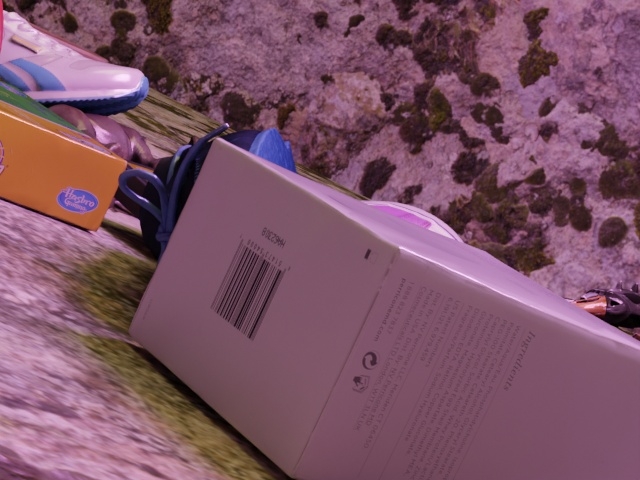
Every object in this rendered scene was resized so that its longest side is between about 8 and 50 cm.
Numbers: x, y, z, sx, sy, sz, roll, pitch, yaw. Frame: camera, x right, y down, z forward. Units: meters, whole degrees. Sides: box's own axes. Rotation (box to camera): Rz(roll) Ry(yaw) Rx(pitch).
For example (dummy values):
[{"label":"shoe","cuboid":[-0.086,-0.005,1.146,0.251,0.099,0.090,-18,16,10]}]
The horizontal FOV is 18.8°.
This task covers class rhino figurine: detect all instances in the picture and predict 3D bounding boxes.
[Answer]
[{"label":"rhino figurine","cuboid":[-0.187,-0.070,1.774,0.106,0.073,0.243,31,5,21]}]

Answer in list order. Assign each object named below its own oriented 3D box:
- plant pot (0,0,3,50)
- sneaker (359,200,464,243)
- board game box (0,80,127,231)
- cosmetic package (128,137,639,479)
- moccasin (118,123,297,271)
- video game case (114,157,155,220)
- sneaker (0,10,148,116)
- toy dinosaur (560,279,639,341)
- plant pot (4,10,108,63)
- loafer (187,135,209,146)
[{"label":"plant pot","cuboid":[-0.325,-0.152,1.262,0.191,0.191,0.174,22,3,-36]},{"label":"sneaker","cuboid":[-0.001,0.001,1.875,0.282,0.102,0.161,16,6,11]},{"label":"board game box","cuboid":[-0.341,-0.118,1.532,0.316,0.064,0.242,22,6,-37]},{"label":"cosmetic package","cuboid":[0.046,0.065,1.120,0.225,0.138,0.224,21,7,-32]},{"label":"moccasin","cuboid":[-0.070,-0.005,1.358,0.117,0.137,0.342,-11,-1,1]},{"label":"video game case","cuboid":[-0.020,0.031,1.624,0.275,0.035,0.248,20,14,-44]},{"label":"sneaker","cuboid":[-0.269,-0.160,1.764,0.229,0.092,0.087,5,-9,4]},{"label":"toy dinosaur","cuboid":[0.193,0.088,1.548,0.218,0.164,0.322,10,38,-15]},{"label":"plant pot","cuboid":[-0.339,-0.181,1.930,0.237,0.109,0.237,24,4,-2]},{"label":"loafer","cuboid":[-0.134,-0.080,2.264,0.050,0.056,0.148,25,15,-18]}]
